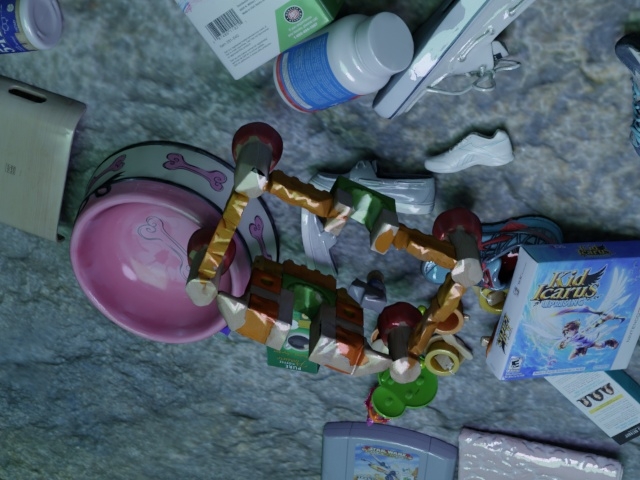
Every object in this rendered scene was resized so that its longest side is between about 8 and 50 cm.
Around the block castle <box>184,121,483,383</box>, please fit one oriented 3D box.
[{"bbox_3d":[0.020,0.022,1.548,0.453,0.213,0.303,22,116,-11],"label":"block castle"}]

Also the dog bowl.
[{"bbox_3d":[-0.294,0.024,1.760,0.408,0.150,0.408,7,124,11],"label":"dog bowl"}]

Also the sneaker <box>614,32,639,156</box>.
[{"bbox_3d":[0.521,-0.187,1.415,0.122,0.110,0.283,-30,112,34],"label":"sneaker"}]

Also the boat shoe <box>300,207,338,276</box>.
[{"bbox_3d":[0.000,0.000,1.723,0.063,0.066,0.184,-7,120,4],"label":"boat shoe"}]

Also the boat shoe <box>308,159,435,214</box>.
[{"bbox_3d":[0.093,-0.104,1.622,0.228,0.079,0.081,10,107,10],"label":"boat shoe"}]

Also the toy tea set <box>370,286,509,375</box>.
[{"bbox_3d":[0.256,0.195,1.745,0.336,0.124,0.200,-22,116,28],"label":"toy tea set"}]

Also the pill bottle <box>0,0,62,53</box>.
[{"bbox_3d":[-0.554,-0.377,1.582,0.187,0.112,0.112,-2,124,17],"label":"pill bottle"}]

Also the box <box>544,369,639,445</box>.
[{"bbox_3d":[0.536,0.284,1.768,0.244,0.060,0.100,41,124,-14],"label":"box"}]

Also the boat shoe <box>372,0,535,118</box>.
[{"bbox_3d":[0.240,-0.300,1.411,0.156,0.136,0.367,35,116,-13],"label":"boat shoe"}]

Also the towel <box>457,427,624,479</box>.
[{"bbox_3d":[0.454,0.549,1.966,0.332,0.053,0.317,8,126,16],"label":"towel"}]

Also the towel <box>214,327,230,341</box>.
[{"bbox_3d":[-0.215,0.176,1.937,0.060,0.009,0.083,25,127,-3],"label":"towel"}]

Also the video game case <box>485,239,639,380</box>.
[{"bbox_3d":[0.442,0.121,1.585,0.270,0.061,0.244,-2,121,-20],"label":"video game case"}]

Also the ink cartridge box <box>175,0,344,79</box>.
[{"bbox_3d":[-0.125,-0.423,1.424,0.201,0.117,0.278,-26,114,29],"label":"ink cartridge box"}]

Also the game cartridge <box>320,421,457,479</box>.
[{"bbox_3d":[0.147,0.494,2.033,0.297,0.062,0.198,8,130,10],"label":"game cartridge"}]

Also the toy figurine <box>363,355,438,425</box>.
[{"bbox_3d":[0.137,0.328,1.865,0.130,0.173,0.159,38,140,8],"label":"toy figurine"}]

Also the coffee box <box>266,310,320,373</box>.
[{"bbox_3d":[-0.055,0.186,1.880,0.113,0.040,0.184,7,125,12],"label":"coffee box"}]

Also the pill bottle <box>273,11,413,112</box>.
[{"bbox_3d":[0.036,-0.278,1.429,0.221,0.124,0.124,-9,125,52],"label":"pill bottle"}]

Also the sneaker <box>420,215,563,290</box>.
[{"bbox_3d":[0.292,0.033,1.621,0.262,0.125,0.104,-17,118,25],"label":"sneaker"}]

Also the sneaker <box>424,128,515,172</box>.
[{"bbox_3d":[0.248,-0.152,1.555,0.152,0.053,0.061,-10,112,15],"label":"sneaker"}]

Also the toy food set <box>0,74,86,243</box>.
[{"bbox_3d":[-0.576,-0.155,1.771,0.220,0.092,0.306,20,119,3],"label":"toy food set"}]
